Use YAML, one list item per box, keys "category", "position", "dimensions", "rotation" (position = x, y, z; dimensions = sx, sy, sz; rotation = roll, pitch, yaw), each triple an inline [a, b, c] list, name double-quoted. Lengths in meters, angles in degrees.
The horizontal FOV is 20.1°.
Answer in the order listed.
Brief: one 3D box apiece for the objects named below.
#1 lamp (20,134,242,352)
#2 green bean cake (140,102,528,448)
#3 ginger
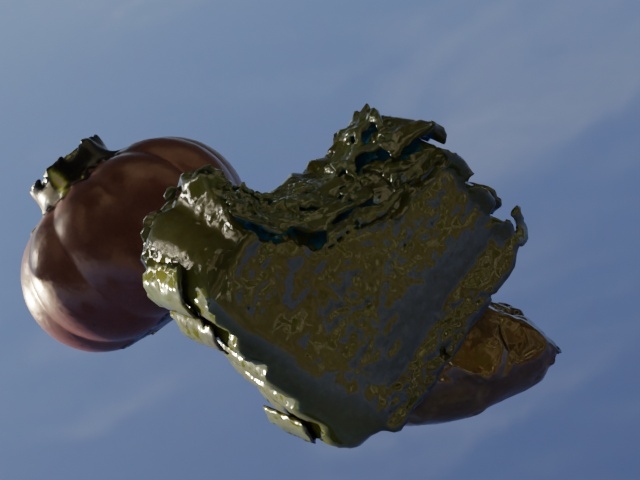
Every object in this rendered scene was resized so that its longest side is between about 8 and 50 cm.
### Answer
- category: "lamp"
  position: [-0.237, -0.010, 2.190]
  dimensions: [0.305, 0.239, 0.305]
  rotation: [-43, 179, -1]
- category: "green bean cake"
  position: [0.000, 0.000, 1.683]
  dimensions: [0.310, 0.285, 0.202]
  rotation: [-48, -146, -15]
- category: "ginger"
  position: [0.134, 0.137, 2.243]
  dimensions: [0.223, 0.269, 0.200]
  rotation: [-52, -177, 2]
